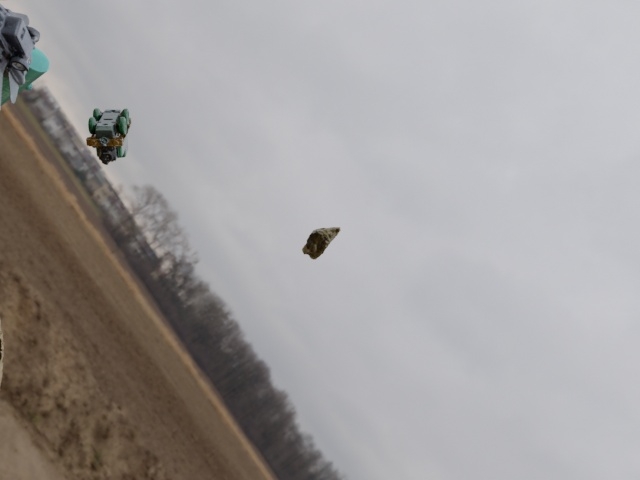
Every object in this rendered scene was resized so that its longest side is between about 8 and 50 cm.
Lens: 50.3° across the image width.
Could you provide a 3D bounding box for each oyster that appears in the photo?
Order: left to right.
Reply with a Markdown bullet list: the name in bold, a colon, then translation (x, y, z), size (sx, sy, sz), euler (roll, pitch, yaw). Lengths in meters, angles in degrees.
- **oyster**: translation (-0.002, -0.002, 1.438), size (0.051, 0.093, 0.034), euler (39, 5, 23)

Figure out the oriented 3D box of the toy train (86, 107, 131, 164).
- **toy train**: translation (-0.542, -0.267, 1.763), size (0.227, 0.091, 0.136), euler (-105, -164, -60)

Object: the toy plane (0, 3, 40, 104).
- **toy plane**: translation (-0.543, -0.366, 1.165), size (0.267, 0.088, 0.212), euler (119, -21, -65)

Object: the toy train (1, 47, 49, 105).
- **toy train**: translation (-0.765, -0.400, 1.628), size (0.159, 0.248, 0.101), euler (23, 54, -48)

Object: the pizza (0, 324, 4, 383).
- **pizza**: translation (-0.875, 0.158, 1.400), size (0.130, 0.406, 0.439), euler (-32, -100, 38)
